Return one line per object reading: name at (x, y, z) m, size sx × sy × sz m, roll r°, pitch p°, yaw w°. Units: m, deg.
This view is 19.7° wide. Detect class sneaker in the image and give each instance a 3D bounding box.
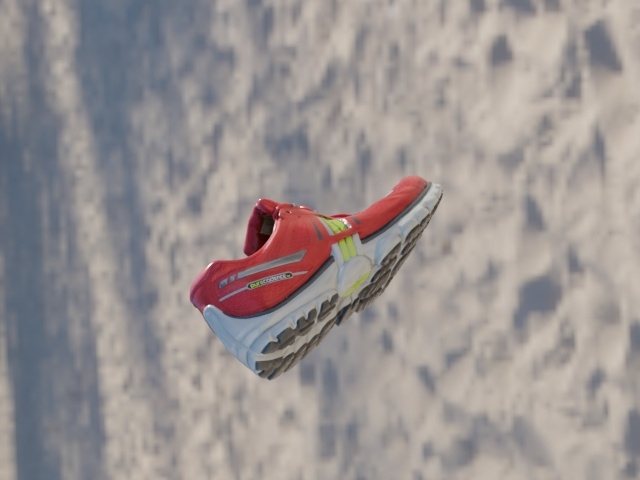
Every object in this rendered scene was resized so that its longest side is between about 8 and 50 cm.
sneaker at (0.000, 0.000, 1.517) m, size 0.118 × 0.279 × 0.107 m, roll 41°, pitch 133°, yaw 12°
